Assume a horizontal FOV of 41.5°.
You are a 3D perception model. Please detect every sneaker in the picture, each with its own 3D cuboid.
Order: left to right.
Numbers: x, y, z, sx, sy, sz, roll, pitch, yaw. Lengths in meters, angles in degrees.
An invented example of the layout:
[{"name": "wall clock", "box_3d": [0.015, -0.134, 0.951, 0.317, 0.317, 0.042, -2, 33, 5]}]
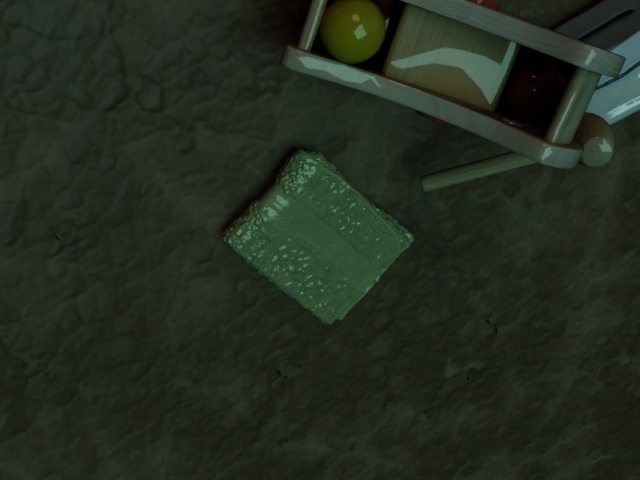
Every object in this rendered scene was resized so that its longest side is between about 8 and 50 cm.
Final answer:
[{"name": "sneaker", "box_3d": [0.297, -0.175, 0.707, 0.258, 0.094, 0.091, -26, 134, 1]}]

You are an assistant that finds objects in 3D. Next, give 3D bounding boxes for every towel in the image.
[{"name": "towel", "box_3d": [0.000, 0.000, 0.693, 0.110, 0.027, 0.148, -48, 126, 6]}]

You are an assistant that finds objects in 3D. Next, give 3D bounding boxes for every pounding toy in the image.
[{"name": "pounding toy", "box_3d": [0.100, -0.087, 0.585, 0.269, 0.154, 0.155, 16, 109, -12]}]
